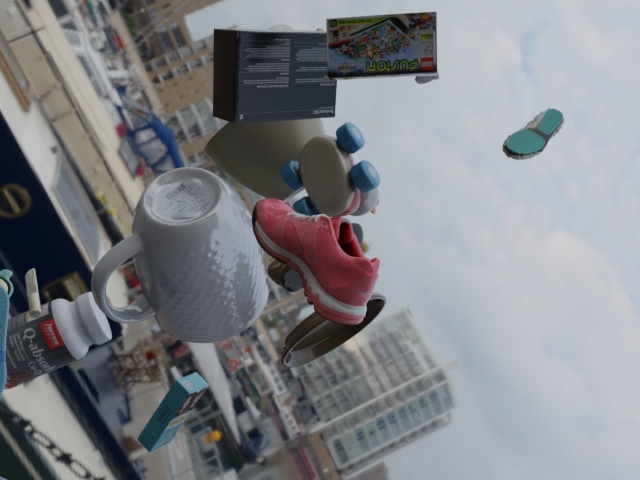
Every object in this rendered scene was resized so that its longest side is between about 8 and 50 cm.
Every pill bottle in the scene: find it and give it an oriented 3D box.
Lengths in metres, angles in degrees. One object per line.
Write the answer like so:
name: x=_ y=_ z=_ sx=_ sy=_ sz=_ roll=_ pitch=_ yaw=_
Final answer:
pill bottle: x=-0.876 y=0.312 z=2.317 sx=0.210 sy=0.363 sz=0.210 roll=156 pitch=-90 yaw=-82

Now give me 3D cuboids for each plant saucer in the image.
plant saucer: x=0.024 y=0.193 z=1.625 sx=0.041 sy=0.278 sz=0.278 roll=56 pitch=-10 yaw=19

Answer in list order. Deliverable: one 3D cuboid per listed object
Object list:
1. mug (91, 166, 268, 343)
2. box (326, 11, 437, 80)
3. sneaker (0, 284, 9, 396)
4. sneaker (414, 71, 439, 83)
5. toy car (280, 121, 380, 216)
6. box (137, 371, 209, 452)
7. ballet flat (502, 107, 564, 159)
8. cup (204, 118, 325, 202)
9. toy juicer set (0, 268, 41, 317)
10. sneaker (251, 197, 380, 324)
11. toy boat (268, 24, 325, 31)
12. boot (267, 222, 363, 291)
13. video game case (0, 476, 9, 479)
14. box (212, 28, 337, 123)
mug: x=-0.302 y=0.040 z=1.527 sx=0.276 sy=0.374 sz=0.328 roll=46 pitch=-25 yaw=33
box: x=0.116 y=-0.366 z=1.366 sx=0.036 sy=0.207 sz=0.114 roll=-23 pitch=112 yaw=-81
sneaker: x=-0.768 y=0.239 z=1.542 sx=0.127 sy=0.208 sz=0.319 roll=18 pitch=76 yaw=-50
sneaker: x=0.224 y=-0.431 z=1.688 sx=0.152 sy=0.061 sz=0.053 roll=60 pitch=17 yaw=-28
toy car: x=0.066 y=-0.143 z=1.801 sx=0.238 sy=0.219 sz=0.210 roll=15 pitch=50 yaw=-54
box: x=-0.431 y=0.502 z=2.115 sx=0.060 sy=0.244 sz=0.100 roll=41 pitch=20 yaw=18
ballet flat: x=0.535 y=-0.252 z=1.827 sx=0.091 sy=0.241 sz=0.077 roll=44 pitch=-32 yaw=19
cup: x=-0.109 y=-0.241 z=1.949 sx=0.237 sy=0.331 sz=0.331 roll=54 pitch=-8 yaw=0
toy juicer set: x=-0.863 y=0.155 z=1.901 sx=0.209 sy=0.329 sz=0.089 roll=40 pitch=-51 yaw=30
sneaker: x=0.001 y=0.000 z=1.237 sx=0.314 sy=0.116 sz=0.136 roll=47 pitch=-61 yaw=36
toy boat: x=-0.061 y=-0.565 z=2.266 sx=0.267 sy=0.148 sz=0.318 roll=39 pitch=31 yaw=-8
boot: x=-0.015 y=0.029 z=2.003 sx=0.115 sy=0.305 sz=0.112 roll=19 pitch=-48 yaw=51
video game case: x=-0.658 y=0.569 z=1.490 sx=0.274 sy=0.026 sz=0.196 roll=30 pitch=13 yaw=-14
box: x=-0.091 y=-0.350 z=1.527 sx=0.103 sy=0.261 sz=0.184 roll=22 pitch=-64 yaw=48
